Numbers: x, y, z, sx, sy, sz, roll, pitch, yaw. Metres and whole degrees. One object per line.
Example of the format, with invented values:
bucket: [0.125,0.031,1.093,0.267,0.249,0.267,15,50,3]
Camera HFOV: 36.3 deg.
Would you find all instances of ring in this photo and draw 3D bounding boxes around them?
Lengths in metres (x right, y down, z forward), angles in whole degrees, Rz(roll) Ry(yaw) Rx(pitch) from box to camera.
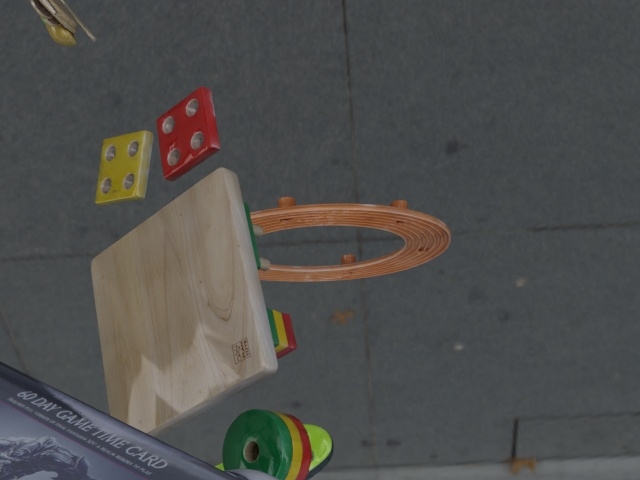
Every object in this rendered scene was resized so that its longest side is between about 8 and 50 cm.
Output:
ring: [0.000,0.000,1.265,0.337,0.032,0.336,-3,163,-1]

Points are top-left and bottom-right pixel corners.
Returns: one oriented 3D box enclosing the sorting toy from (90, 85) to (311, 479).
sorting toy: [-0.080,0.038,0.609,0.132,0.274,0.046,-32,149,31]

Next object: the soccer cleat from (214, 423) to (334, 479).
soccer cleat: [-0.059,0.229,0.950,0.179,0.060,0.072,-29,147,16]

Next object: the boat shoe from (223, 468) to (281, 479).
boat shoe: [-0.167,0.191,0.391,0.156,0.136,0.367,36,118,-30]

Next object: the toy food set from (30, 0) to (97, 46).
toy food set: [-0.369,-0.312,1.287,0.038,0.192,0.132,-41,89,2]

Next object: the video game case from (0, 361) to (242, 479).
video game case: [-0.159,0.105,0.248,0.196,0.274,0.026,14,114,39]
